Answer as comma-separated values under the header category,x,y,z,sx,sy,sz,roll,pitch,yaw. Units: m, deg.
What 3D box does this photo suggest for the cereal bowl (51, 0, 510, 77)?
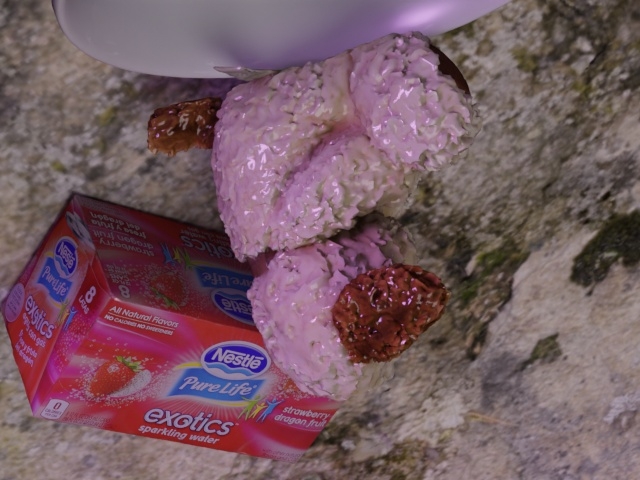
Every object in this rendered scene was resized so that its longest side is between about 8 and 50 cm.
category,x,y,z,sx,sy,sz,roll,pitch,yaw
cereal bowl,-0.009,-0.224,1.014,0.338,0.141,0.339,-12,166,-3

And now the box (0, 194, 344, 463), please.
category,x,y,z,sx,sy,sz,roll,pitch,yaw
box,-0.102,0.074,1.304,0.256,0.123,0.128,17,121,-37

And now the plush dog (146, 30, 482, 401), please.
category,x,y,z,sx,sy,sz,roll,pitch,yaw
plush dog,0.000,0.000,1.166,0.210,0.225,0.262,-10,170,-13
